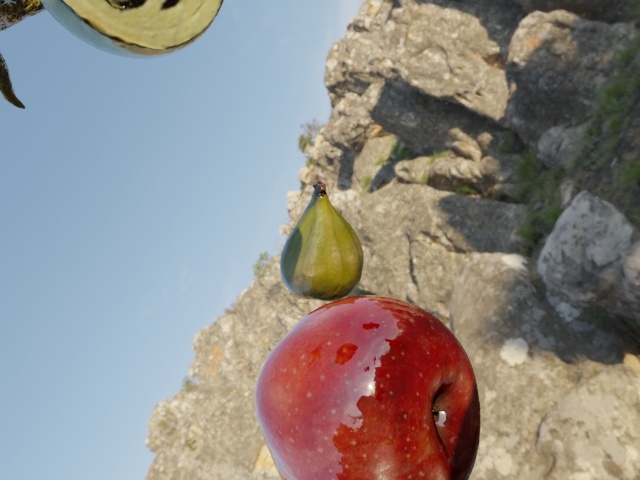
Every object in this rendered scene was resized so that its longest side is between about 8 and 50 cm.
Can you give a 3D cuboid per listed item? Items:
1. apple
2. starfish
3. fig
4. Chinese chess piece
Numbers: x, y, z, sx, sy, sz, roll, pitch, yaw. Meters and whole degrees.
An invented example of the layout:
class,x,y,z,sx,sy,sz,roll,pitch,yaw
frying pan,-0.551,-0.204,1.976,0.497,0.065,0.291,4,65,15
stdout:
class,x,y,z,sx,sy,sz,roll,pitch,yaw
apple,0.047,0.163,0.476,0.201,0.218,0.218,-19,25,38
starfish,-0.372,-0.242,0.521,0.223,0.050,0.217,-49,-21,-31
fig,-0.012,0.014,0.720,0.126,0.133,0.185,-46,-45,-18
Chinese chess piece,-0.136,-0.206,0.341,0.144,0.058,0.144,-12,-69,-33
